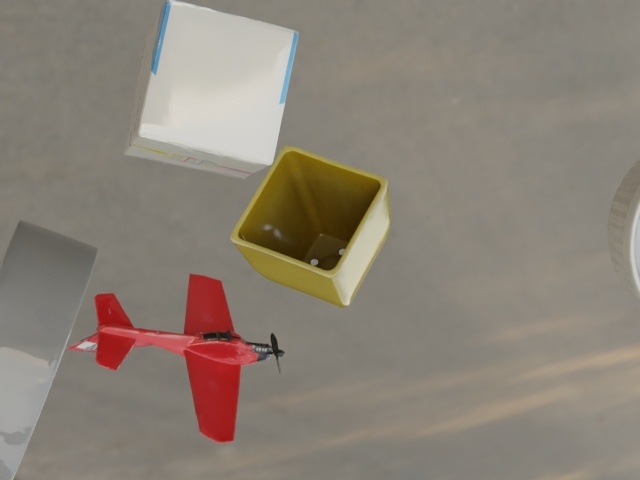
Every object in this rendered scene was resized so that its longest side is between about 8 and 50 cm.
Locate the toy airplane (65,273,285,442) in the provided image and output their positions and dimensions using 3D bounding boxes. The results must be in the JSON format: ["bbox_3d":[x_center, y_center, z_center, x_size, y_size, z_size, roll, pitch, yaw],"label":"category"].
[{"bbox_3d":[-0.097,0.070,1.262,0.151,0.151,0.028,-10,141,-26],"label":"toy airplane"}]

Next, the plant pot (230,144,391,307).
[{"bbox_3d":[0.000,0.000,1.238,0.081,0.081,0.083,20,156,23],"label":"plant pot"}]

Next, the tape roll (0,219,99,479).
[{"bbox_3d":[-0.254,0.096,1.511,0.072,0.219,0.219,20,158,-8],"label":"tape roll"}]

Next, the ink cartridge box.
[{"bbox_3d":[-0.077,-0.097,1.235,0.089,0.092,0.143,12,176,-10],"label":"ink cartridge box"}]

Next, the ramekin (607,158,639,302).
[{"bbox_3d":[0.373,-0.008,1.750,0.207,0.207,0.109,-15,-169,-9],"label":"ramekin"}]
